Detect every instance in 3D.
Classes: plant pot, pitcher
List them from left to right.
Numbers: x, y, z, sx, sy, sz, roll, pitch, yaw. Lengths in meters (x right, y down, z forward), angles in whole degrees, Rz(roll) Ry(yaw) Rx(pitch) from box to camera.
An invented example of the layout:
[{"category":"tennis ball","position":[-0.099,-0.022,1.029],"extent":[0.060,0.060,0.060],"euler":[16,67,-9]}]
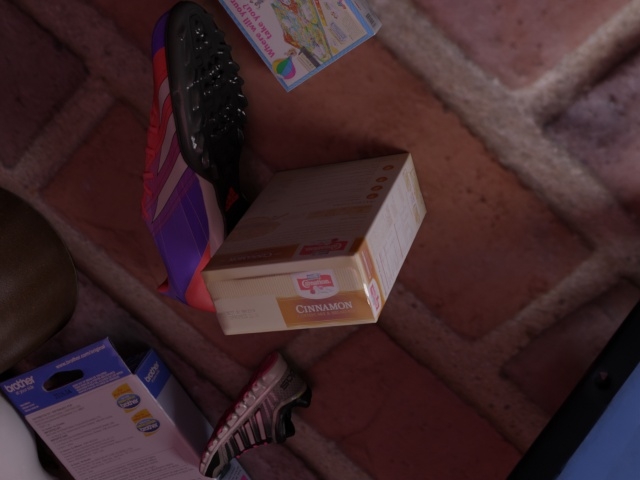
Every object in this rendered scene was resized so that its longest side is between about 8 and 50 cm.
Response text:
[{"category":"plant pot","position":[-0.407,0.084,1.087],"extent":[0.215,0.230,0.215],"euler":[9,123,15]},{"category":"pitcher","position":[-0.424,0.256,1.278],"extent":[0.177,0.125,0.207],"euler":[8,135,34]}]

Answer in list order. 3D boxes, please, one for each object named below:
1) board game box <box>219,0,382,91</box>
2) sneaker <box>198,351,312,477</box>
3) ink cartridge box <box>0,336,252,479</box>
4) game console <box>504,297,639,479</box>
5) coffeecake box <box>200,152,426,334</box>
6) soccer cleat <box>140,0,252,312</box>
[{"category":"board game box","position":[-0.033,-0.217,0.887],"extent":[0.103,0.026,0.154],"euler":[-28,107,32]},{"category":"sneaker","position":[-0.068,0.204,1.125],"extent":[0.074,0.063,0.170],"euler":[34,107,-6]},{"category":"ink cartridge box","position":[-0.214,0.245,1.218],"extent":[0.185,0.065,0.311],"euler":[-23,113,29]},{"category":"game console","position":[0.351,0.205,0.805],"extent":[0.342,0.060,0.387],"euler":[36,88,25]},{"category":"coffeecake box","position":[0.000,0.000,0.911],"extent":[0.142,0.185,0.068],"euler":[-6,117,24]},{"category":"soccer cleat","position":[-0.129,-0.067,0.972],"extent":[0.116,0.109,0.318],"euler":[6,124,22]}]
